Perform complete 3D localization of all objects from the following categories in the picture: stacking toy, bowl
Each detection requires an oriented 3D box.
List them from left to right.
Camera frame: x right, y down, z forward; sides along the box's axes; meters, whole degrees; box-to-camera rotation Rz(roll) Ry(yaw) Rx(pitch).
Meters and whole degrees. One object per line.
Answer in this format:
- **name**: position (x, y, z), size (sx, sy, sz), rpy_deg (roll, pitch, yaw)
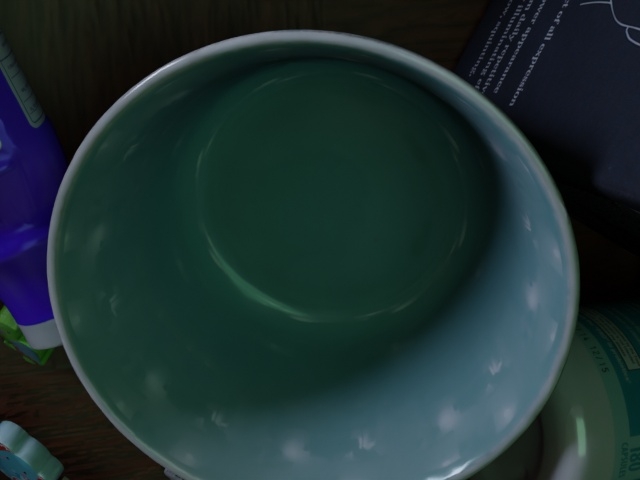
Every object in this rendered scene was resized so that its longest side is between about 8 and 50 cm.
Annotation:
- **stacking toy**: position (-0.171, 0.168, 0.888), size (0.221, 0.052, 0.167), rpy_deg (44, 55, -20)
- **bowl**: position (0.000, 0.000, 0.843), size (0.311, 0.163, 0.312), rpy_deg (2, 114, 4)

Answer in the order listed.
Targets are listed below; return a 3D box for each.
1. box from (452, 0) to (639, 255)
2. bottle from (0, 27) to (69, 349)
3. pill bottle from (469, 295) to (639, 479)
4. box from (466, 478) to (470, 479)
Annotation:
- **box**: position (0.283, -0.124, 0.829), size (0.212, 0.395, 0.294), rpy_deg (28, 93, -21)
- **bottle**: position (-0.215, -0.067, 0.830), size (0.092, 0.118, 0.283), rpy_deg (-28, 109, -11)
- **pill bottle**: position (0.234, 0.109, 0.927), size (0.264, 0.146, 0.146), rpy_deg (-6, 104, -26)
- **box**: position (0.120, 0.254, 0.987), size (0.242, 0.076, 0.308), rpy_deg (33, 74, -21)
